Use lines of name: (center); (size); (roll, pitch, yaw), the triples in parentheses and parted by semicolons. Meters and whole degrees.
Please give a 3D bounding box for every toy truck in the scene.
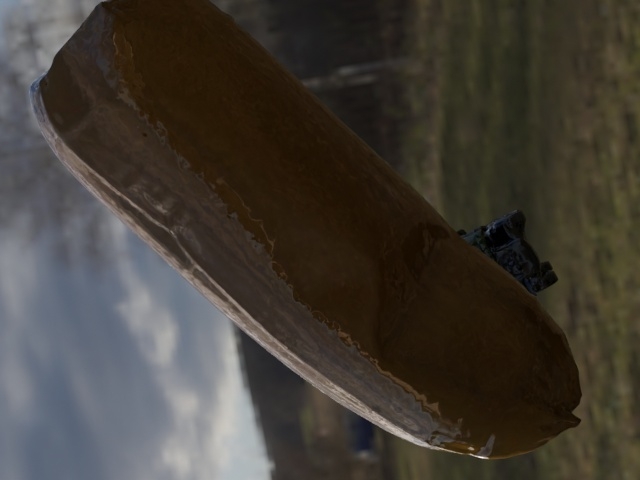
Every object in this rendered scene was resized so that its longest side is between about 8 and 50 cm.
toy truck: (0.157, 0.029, 1.830); (0.088, 0.121, 0.259); (63, -174, 1)

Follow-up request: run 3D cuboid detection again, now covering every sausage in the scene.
sausage: (-0.003, 0.003, 1.064); (0.354, 0.116, 0.134); (43, -136, -7)
